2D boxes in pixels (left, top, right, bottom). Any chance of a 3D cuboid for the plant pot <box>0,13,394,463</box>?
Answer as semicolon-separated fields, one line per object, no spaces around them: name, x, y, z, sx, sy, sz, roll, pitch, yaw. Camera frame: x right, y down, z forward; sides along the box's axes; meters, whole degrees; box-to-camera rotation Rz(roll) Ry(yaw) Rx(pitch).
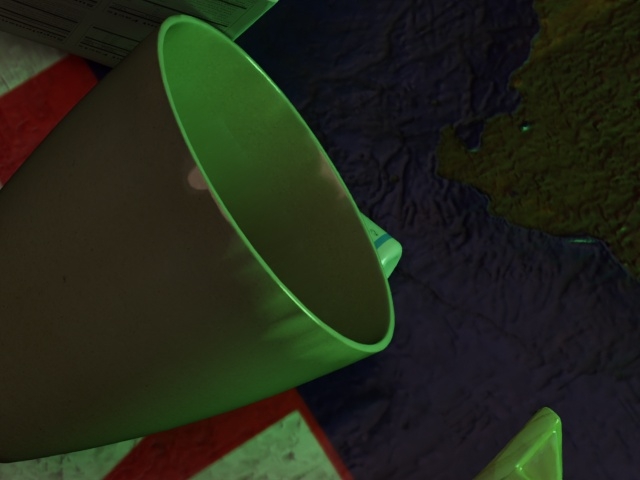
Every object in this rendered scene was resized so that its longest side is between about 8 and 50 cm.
plant pot;-0.133;0.031;1.205;0.274;0.256;0.256;-33;76;17

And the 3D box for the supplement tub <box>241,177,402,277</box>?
supplement tub;0.000;0.000;1.326;0.107;0.071;0.071;38;80;10

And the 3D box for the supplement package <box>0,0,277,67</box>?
supplement package;-0.133;-0.254;1.270;0.198;0.262;0.199;18;76;-16

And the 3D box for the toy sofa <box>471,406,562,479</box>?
toy sofa;0.217;0.295;1.152;0.362;0.150;0.177;38;72;26
